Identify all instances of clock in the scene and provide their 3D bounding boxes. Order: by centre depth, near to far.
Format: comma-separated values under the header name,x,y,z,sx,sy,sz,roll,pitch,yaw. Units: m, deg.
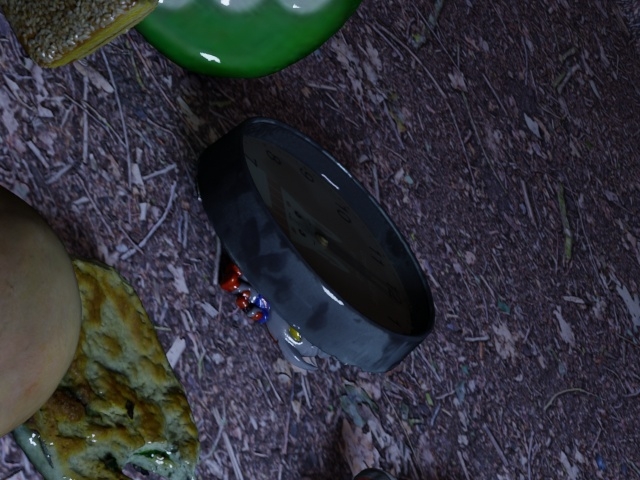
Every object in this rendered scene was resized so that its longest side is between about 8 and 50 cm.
name,x,y,z,sx,sy,sz,roll,pitch,yaw
clock,0.000,0.000,2.089,0.386,0.076,0.386,41,22,-21

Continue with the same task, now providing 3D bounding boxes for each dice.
name,x,y,z,sx,sy,sz,roll,pitch,yaw
dice,-0.114,-0.416,2.137,0.297,0.300,0.287,38,33,-34

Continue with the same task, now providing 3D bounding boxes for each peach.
name,x,y,z,sx,sy,sz,roll,pitch,yaw
peach,-0.346,0.048,1.390,0.292,0.247,0.292,63,6,-11

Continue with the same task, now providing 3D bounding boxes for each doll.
name,x,y,z,sx,sy,sz,roll,pitch,yaw
doll,-0.044,0.094,2.040,0.194,0.062,0.104,39,21,-19

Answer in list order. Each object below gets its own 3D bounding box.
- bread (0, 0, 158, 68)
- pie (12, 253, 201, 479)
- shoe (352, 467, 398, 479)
name,x,y,z,sx,sy,sz,roll,pitch,yaw
bread,-0.304,-0.338,1.874,0.110,0.184,0.234,-29,92,-59
pie,-0.236,0.147,1.676,0.302,0.067,0.302,37,38,-37
shoe,0.034,0.358,1.889,0.125,0.099,0.228,41,38,-38
